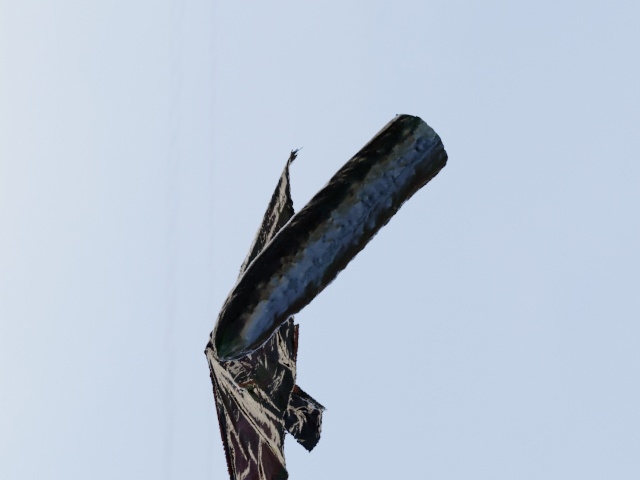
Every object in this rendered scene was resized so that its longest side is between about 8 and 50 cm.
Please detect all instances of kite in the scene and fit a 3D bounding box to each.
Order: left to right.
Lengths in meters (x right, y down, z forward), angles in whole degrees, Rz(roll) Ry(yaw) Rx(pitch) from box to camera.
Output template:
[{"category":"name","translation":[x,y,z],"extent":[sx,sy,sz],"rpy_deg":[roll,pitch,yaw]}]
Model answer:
[{"category":"kite","translation":[-0.044,0.097,0.867],"extent":[0.234,0.016,0.321],"rpy_deg":[-157,-111,-67]}]

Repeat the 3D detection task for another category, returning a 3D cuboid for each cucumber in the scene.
[{"category":"cucumber","translation":[0.000,0.000,0.582],"extent":[0.133,0.032,0.032],"rpy_deg":[-45,-170,-23]}]
